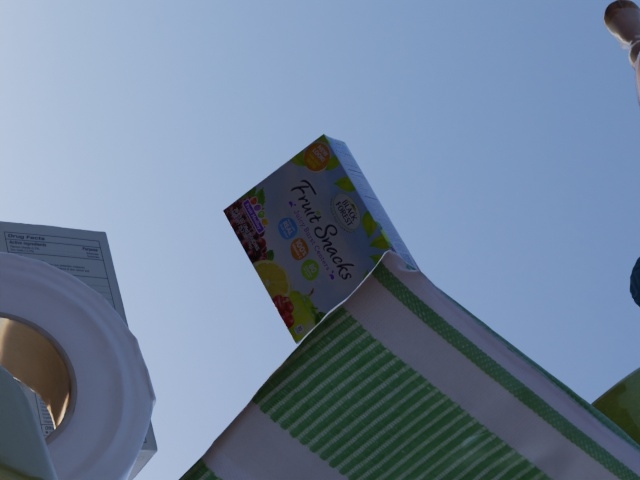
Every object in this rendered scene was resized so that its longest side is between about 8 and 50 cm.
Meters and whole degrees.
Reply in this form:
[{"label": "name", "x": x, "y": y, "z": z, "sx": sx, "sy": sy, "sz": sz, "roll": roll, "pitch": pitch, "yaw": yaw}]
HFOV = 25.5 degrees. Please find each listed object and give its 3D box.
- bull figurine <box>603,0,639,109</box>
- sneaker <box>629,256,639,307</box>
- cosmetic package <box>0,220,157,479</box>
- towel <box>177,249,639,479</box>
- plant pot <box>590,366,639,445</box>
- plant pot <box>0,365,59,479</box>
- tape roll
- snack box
[{"label": "bull figurine", "x": 0.235, "y": -0.058, "z": 0.785, "sx": 0.188, "sy": 0.101, "sz": 0.310, "roll": -83, "pitch": 151, "yaw": -68}, {"label": "sneaker", "x": 0.388, "y": 0.061, "z": 1.241, "sx": 0.228, "sy": 0.092, "sz": 0.087, "roll": 23, "pitch": -84, "yaw": 16}, {"label": "cosmetic package", "x": -0.311, "y": 0.136, "z": 1.655, "sx": 0.113, "sy": 0.160, "sz": 0.309, "roll": -50, "pitch": -134, "yaw": 39}, {"label": "towel", "x": 0.026, "y": 0.194, "z": 0.882, "sx": 0.325, "sy": 0.248, "sz": 0.038, "roll": -49, "pitch": -166, "yaw": 9}, {"label": "plant pot", "x": 0.355, "y": 0.319, "z": 1.439, "sx": 0.293, "sy": 0.274, "sz": 0.275, "roll": 47, "pitch": -53, "yaw": 21}, {"label": "plant pot", "x": -0.168, "y": 0.106, "z": 0.665, "sx": 0.081, "sy": 0.083, "sz": 0.081, "roll": -34, "pitch": -124, "yaw": 9}, {"label": "tape roll", "x": -0.295, "y": 0.150, "z": 1.247, "sx": 0.100, "sy": 0.286, "sz": 0.286, "roll": 117, "pitch": -32, "yaw": -49}, {"label": "snack box", "x": 0.000, "y": 0.000, "z": 1.784, "sx": 0.174, "sy": 0.070, "sz": 0.207, "roll": -36, "pitch": -109, "yaw": 18}]
